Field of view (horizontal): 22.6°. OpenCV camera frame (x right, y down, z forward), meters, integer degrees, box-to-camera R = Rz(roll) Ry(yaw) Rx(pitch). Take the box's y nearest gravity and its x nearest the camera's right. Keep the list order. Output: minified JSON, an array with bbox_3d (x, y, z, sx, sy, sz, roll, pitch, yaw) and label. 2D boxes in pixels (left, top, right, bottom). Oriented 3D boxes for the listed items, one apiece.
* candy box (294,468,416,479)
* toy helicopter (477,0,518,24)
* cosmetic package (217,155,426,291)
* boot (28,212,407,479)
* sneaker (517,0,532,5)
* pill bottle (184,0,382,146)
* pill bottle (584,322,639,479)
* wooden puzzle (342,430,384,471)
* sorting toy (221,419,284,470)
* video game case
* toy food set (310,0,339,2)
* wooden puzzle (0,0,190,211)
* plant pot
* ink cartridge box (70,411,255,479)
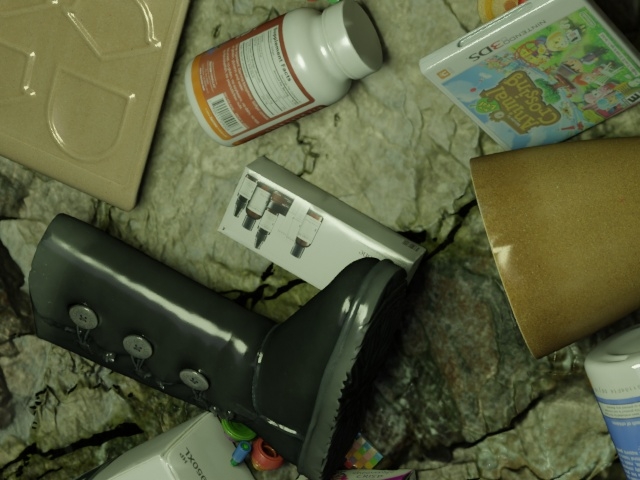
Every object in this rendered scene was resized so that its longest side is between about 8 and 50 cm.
[{"bbox_3d":[0.058,0.413,2.069,0.159,0.071,0.233,-3,107,21],"label":"candy box"},{"bbox_3d":[0.184,-0.392,1.758,0.235,0.140,0.355,-17,111,16],"label":"toy helicopter"},{"bbox_3d":[0.000,0.000,1.968,0.239,0.060,0.099,29,116,9],"label":"cosmetic package"},{"bbox_3d":[-0.141,0.076,1.965,0.445,0.146,0.367,29,132,13],"label":"boot"},{"bbox_3d":[0.324,-0.295,1.707,0.128,0.087,0.221,44,93,-2],"label":"sneaker"},{"bbox_3d":[-0.042,-0.201,1.888,0.216,0.121,0.121,-22,98,25],"label":"pill bottle"},{"bbox_3d":[0.416,0.234,1.833,0.152,0.152,0.272,-17,100,25],"label":"pill bottle"},{"bbox_3d":[0.049,0.277,2.067,0.083,0.006,0.049,43,116,3],"label":"wooden puzzle"},{"bbox_3d":[-0.096,0.270,2.094,0.102,0.061,0.042,40,127,7],"label":"sorting toy"},{"bbox_3d":[0.245,-0.181,1.762,0.193,0.023,0.212,-27,140,26],"label":"video game case"},{"bbox_3d":[0.004,-0.321,1.887,0.083,0.020,0.083,-35,93,27],"label":"toy food set"},{"bbox_3d":[-0.328,-0.245,2.012,0.322,0.080,0.347,24,118,13],"label":"wooden puzzle"},{"bbox_3d":[0.322,-0.016,1.767,0.254,0.237,0.237,-18,100,11],"label":"plant pot"},{"bbox_3d":[-0.248,0.444,2.146,0.395,0.166,0.285,-29,95,27],"label":"ink cartridge box"}]
